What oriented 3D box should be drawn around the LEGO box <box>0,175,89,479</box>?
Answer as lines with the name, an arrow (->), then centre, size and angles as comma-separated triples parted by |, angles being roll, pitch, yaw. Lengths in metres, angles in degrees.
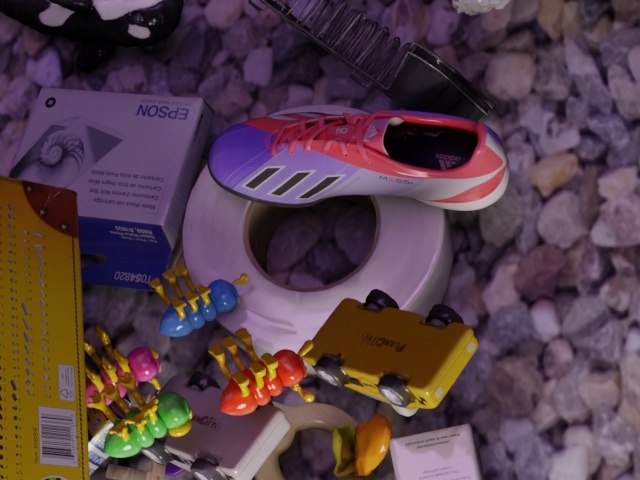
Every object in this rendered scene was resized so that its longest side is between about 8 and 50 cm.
LEGO box -> -0.387, 0.229, 1.597 | 0.193, 0.372, 0.500 | 12, 58, -32

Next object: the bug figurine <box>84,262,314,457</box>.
bug figurine -> -0.131, 0.122, 1.607 | 0.216, 0.072, 0.279 | -28, 27, -11

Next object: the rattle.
rattle -> -0.037, 0.198, 1.679 | 0.199, 0.143, 0.130 | 29, 80, 7

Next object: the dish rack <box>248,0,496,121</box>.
dish rack -> 0.046, -0.211, 1.804 | 0.271, 0.208, 0.074 | 38, 94, 23

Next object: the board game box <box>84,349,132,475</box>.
board game box -> -0.283, 0.223, 1.732 | 0.194, 0.060, 0.194 | -46, 28, 3

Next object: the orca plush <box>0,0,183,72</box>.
orca plush -> -0.294, -0.246, 1.937 | 0.287, 0.151, 0.102 | 4, 101, 10

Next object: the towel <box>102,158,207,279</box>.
towel -> -0.177, -0.034, 1.869 | 0.110, 0.027, 0.148 | 18, 74, 18

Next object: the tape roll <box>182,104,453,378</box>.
tape roll -> 0.000, 0.000, 1.782 | 0.286, 0.100, 0.286 | -4, 68, 10

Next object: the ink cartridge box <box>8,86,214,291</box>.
ink cartridge box -> -0.250, -0.062, 1.862 | 0.223, 0.045, 0.224 | 5, 69, 24

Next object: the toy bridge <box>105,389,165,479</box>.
toy bridge -> -0.195, 0.248, 1.746 | 0.063, 0.026, 0.188 | 5, 73, 36

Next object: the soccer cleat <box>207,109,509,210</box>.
soccer cleat -> 0.032, -0.094, 1.693 | 0.318, 0.116, 0.109 | 5, 71, 13

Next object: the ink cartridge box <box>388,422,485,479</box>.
ink cartridge box -> 0.131, 0.299, 1.614 | 0.085, 0.148, 0.203 | -12, 68, 4

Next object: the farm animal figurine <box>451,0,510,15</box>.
farm animal figurine -> 0.248, -0.360, 1.827 | 0.330, 0.172, 0.327 | -34, 25, -3

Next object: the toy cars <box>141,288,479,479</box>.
toy cars -> -0.011, 0.160, 1.617 | 0.393, 0.087, 0.176 | -25, 34, 21

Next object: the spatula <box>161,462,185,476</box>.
spatula -> -0.092, 0.276, 1.731 | 0.084, 0.030, 0.296 | -36, 67, -6
